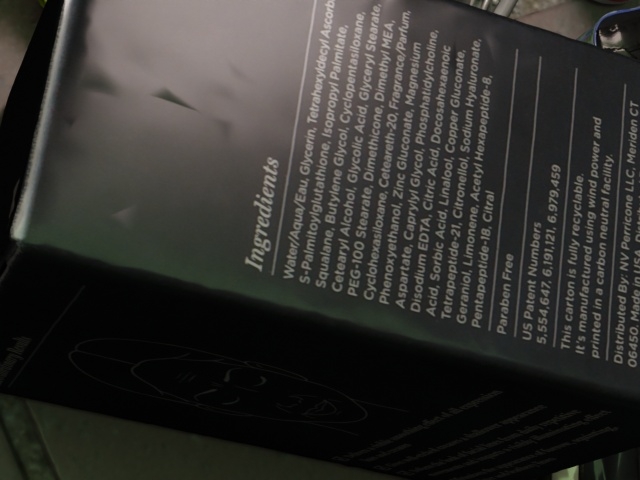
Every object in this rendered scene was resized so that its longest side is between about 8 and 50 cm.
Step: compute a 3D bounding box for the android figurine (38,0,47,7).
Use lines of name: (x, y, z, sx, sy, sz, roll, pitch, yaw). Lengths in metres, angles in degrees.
android figurine: (-0.121, -0.271, 1.001, 0.273, 0.056, 0.248, 9, 90, -40)

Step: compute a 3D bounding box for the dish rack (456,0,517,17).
dish rack: (0.140, -0.280, 1.047, 0.072, 0.285, 0.333, 25, 64, 13)

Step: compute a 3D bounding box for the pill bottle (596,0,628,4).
pill bottle: (0.263, -0.258, 1.134, 0.087, 0.160, 0.087, 6, 72, -20)

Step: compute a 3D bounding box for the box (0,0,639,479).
box: (0.000, 0.000, 0.873, 0.395, 0.293, 0.212, 15, 68, -17)

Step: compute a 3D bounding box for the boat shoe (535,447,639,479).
boat shoe: (0.228, 0.062, 1.021, 0.113, 0.127, 0.340, 9, 71, 3)

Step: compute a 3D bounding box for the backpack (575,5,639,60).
backpack: (0.250, -0.128, 1.130, 0.114, 0.084, 0.105, -12, 77, -29)
